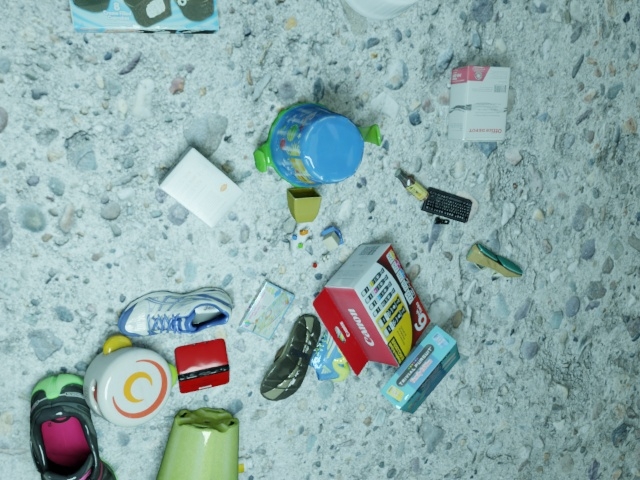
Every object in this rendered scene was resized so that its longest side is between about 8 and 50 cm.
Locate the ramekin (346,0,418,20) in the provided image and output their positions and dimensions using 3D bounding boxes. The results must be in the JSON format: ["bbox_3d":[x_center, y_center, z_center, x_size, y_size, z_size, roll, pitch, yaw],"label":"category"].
[{"bbox_3d":[0.182,-0.735,1.267,0.277,0.135,0.277,-5,104,-19],"label":"ramekin"}]

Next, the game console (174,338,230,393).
[{"bbox_3d":[-0.339,0.362,1.396,0.144,0.085,0.124,-8,136,-18],"label":"game console"}]

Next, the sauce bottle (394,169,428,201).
[{"bbox_3d":[0.278,-0.169,1.490,0.128,0.042,0.042,35,89,-22],"label":"sauce bottle"}]

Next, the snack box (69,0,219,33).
[{"bbox_3d":[-0.407,-0.581,1.119,0.321,0.060,0.187,-8,104,-19],"label":"snack box"}]

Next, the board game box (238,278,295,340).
[{"bbox_3d":[-0.156,0.204,1.420,0.103,0.026,0.154,31,91,-24],"label":"board game box"}]

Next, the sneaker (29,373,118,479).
[{"bbox_3d":[-0.639,0.587,1.232,0.185,0.202,0.483,-15,107,-16],"label":"sneaker"}]

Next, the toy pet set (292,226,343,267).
[{"bbox_3d":[0.000,0.000,1.427,0.114,0.065,0.122,-25,111,24],"label":"toy pet set"}]

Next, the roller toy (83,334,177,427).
[{"bbox_3d":[-0.498,0.366,1.245,0.209,0.146,0.191,48,57,-32],"label":"roller toy"}]

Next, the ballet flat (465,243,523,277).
[{"bbox_3d":[0.590,0.081,1.662,0.232,0.080,0.073,27,120,-22],"label":"ballet flat"}]

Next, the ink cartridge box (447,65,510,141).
[{"bbox_3d":[0.482,-0.412,1.481,0.158,0.092,0.218,-4,102,-20],"label":"ink cartridge box"}]

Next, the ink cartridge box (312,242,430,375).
[{"bbox_3d":[0.157,0.212,1.432,0.272,0.130,0.309,-46,117,-33],"label":"ink cartridge box"}]

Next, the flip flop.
[{"bbox_3d":[-0.090,0.350,1.460,0.112,0.080,0.277,30,76,-20],"label":"flip flop"}]

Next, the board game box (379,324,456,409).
[{"bbox_3d":[0.323,0.414,1.521,0.254,0.079,0.336,-48,153,-5],"label":"board game box"}]

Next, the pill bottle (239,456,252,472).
[{"bbox_3d":[-0.253,0.692,1.490,0.083,0.043,0.043,-5,104,-19],"label":"pill bottle"}]

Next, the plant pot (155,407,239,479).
[{"bbox_3d":[-0.331,0.616,1.345,0.276,0.276,0.254,10,87,-23],"label":"plant pot"}]

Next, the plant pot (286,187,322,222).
[{"bbox_3d":[-0.049,-0.096,1.365,0.081,0.081,0.083,-6,118,-20],"label":"plant pot"}]

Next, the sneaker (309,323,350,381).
[{"bbox_3d":[0.023,0.333,1.485,0.126,0.091,0.240,-11,106,-16],"label":"sneaker"}]

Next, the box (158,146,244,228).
[{"bbox_3d":[-0.307,-0.136,1.247,0.170,0.091,0.130,42,86,-24],"label":"box"}]

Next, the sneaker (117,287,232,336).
[{"bbox_3d":[-0.379,0.196,1.278,0.296,0.131,0.112,-13,109,-16],"label":"sneaker"}]

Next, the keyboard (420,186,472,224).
[{"bbox_3d":[0.407,-0.098,1.565,0.180,0.023,0.108,14,98,-22],"label":"keyboard"}]

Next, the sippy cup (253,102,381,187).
[{"bbox_3d":[-0.002,-0.243,1.265,0.240,0.224,0.305,42,86,-23],"label":"sippy cup"}]
